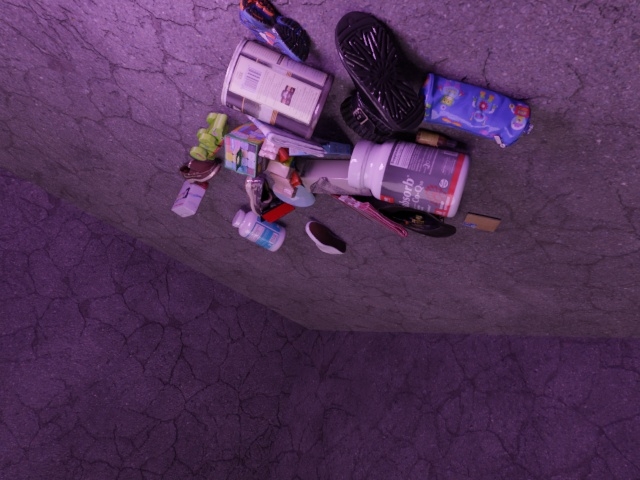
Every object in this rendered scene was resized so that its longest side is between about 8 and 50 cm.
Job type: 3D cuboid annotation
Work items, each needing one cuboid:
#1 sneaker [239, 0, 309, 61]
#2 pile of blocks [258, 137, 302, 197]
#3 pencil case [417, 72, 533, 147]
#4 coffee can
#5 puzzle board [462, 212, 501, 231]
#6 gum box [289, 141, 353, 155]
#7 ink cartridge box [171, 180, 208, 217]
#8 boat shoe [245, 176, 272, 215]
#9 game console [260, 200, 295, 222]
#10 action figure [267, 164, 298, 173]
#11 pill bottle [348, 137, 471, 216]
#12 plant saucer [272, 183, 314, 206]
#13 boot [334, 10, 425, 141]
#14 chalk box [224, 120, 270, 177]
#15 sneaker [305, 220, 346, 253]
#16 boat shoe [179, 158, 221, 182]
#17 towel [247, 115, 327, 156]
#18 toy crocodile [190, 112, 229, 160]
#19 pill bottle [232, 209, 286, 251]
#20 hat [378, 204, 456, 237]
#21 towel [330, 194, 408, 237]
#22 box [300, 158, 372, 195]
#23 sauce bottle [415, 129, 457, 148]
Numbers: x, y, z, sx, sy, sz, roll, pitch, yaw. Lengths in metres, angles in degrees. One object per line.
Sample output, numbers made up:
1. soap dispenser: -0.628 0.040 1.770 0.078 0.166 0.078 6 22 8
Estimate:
1. sneaker: -0.124 -0.564 1.183 0.221 0.083 0.087 35 164 -23
2. pile of blocks: -0.114 -0.276 1.618 0.113 0.148 0.362 25 163 14
3. pencil case: 0.412 -0.350 1.197 0.307 0.133 0.119 18 172 1
4. coffee can: -0.123 -0.437 1.280 0.276 0.201 0.201 22 155 -7
5. puzzle board: 0.647 -0.074 1.764 0.128 0.011 0.096 14 157 9
6. gum box: 0.005 -0.315 1.523 0.157 0.041 0.184 3 -170 28
7. ink cartridge box: -0.632 -0.211 2.122 0.128 0.174 0.072 -9 145 44
8. boat shoe: -0.266 -0.195 2.007 0.093 0.102 0.285 15 150 17
9. game console: -0.200 -0.120 2.046 0.085 0.144 0.124 54 161 15
10. action figure: -0.184 -0.312 1.758 0.232 0.063 0.137 26 151 -25
11. pill bottle: 0.290 -0.217 1.448 0.364 0.210 0.210 16 156 15
12. plant saucer: -0.114 -0.217 1.934 0.195 0.037 0.195 14 155 7
13. boot: 0.122 -0.431 1.223 0.347 0.131 0.260 57 171 -17
14. chalk box: -0.256 -0.316 1.553 0.132 0.213 0.132 21 127 14
15. sneaker: 0.000 0.000 2.229 0.123 0.105 0.290 -9 146 40
16. boat shoe: -0.547 -0.315 1.950 0.258 0.095 0.095 -7 140 43
17. towel: -0.126 -0.349 1.391 0.210 0.034 0.285 8 -152 -36
18. toy crocodile: -0.417 -0.389 1.684 0.105 0.115 0.341 23 158 -24
19. pill bottle: -0.321 -0.059 2.273 0.264 0.146 0.146 30 153 -23
20. hat: 0.389 -0.121 1.691 0.332 0.133 0.331 20 172 3
21. towel: 0.185 -0.118 1.771 0.237 0.037 0.329 31 -177 -31
22. box: 0.070 -0.243 1.688 0.276 0.094 0.113 6 153 25
23. sauce bottle: 0.368 -0.319 1.395 0.128 0.042 0.042 16 156 7
